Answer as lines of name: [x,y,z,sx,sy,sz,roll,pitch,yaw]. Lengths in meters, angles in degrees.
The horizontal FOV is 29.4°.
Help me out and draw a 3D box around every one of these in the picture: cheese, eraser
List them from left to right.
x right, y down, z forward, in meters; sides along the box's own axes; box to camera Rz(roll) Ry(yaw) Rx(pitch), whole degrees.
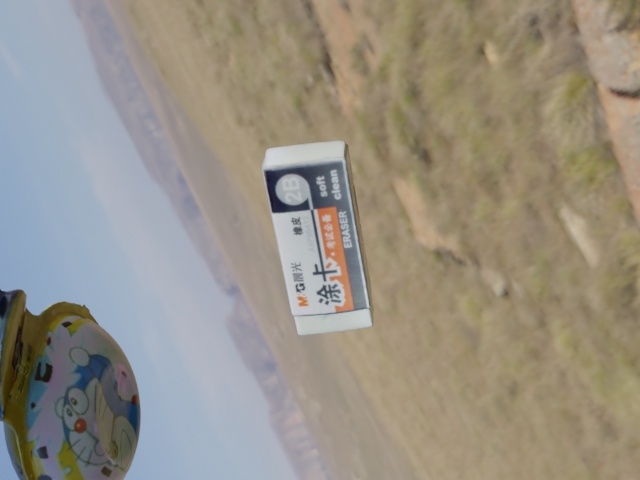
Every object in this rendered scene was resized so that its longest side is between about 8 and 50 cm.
cheese: [-0.175,0.097,0.781,0.250,0.064,0.156,59,-152,-54]
eraser: [0.000,0.000,0.754,0.029,0.052,0.122,-80,-18,-61]
